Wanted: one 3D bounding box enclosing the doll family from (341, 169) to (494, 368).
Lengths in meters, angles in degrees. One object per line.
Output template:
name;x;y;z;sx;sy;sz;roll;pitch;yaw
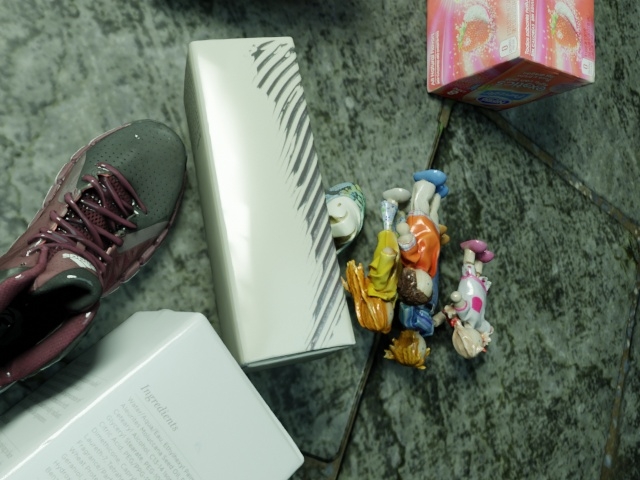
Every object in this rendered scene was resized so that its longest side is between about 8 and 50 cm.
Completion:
doll family;0.104;0.051;0.721;0.263;0.118;0.163;42;54;-49

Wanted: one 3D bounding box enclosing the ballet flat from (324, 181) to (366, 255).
ballet flat;0.000;0.000;0.671;0.188;0.070;0.070;-44;109;-29

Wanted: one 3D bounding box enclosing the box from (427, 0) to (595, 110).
box;0.231;-0.332;0.811;0.142;0.154;0.300;5;83;-33

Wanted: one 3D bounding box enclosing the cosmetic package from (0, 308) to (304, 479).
cosmetic package;-0.146;0.166;0.502;0.184;0.151;0.151;-40;107;-29

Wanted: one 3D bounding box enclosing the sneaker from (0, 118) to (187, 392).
sneaker;-0.171;0.007;0.495;0.106;0.162;0.281;43;64;-23

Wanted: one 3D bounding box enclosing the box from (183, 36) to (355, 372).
box;-0.053;-0.029;0.568;0.094;0.113;0.275;-8;78;-16
